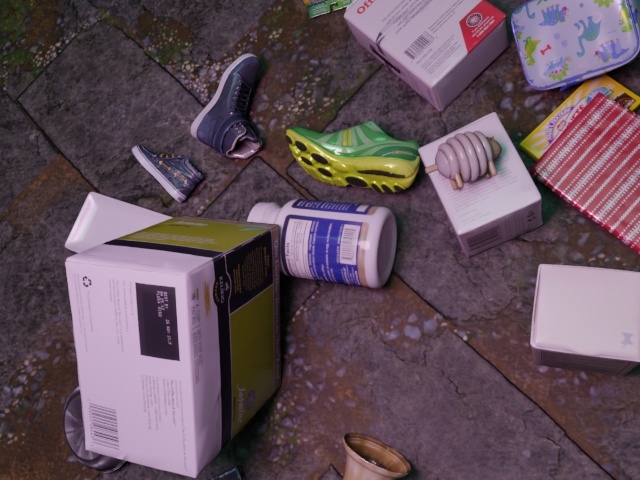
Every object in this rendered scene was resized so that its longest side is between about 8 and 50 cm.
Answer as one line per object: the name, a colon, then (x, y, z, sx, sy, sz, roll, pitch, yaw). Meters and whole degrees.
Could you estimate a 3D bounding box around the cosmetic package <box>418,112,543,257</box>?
cosmetic package: (0.288, -0.095, 1.170, 0.151, 0.151, 0.184, -24, 68, 10)

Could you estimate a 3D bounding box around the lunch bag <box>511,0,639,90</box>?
lunch bag: (0.463, -0.372, 1.171, 0.219, 0.090, 0.176, -12, 100, 47)

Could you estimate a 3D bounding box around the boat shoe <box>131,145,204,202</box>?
boat shoe: (-0.339, -0.170, 1.463, 0.083, 0.065, 0.183, -46, 71, -1)

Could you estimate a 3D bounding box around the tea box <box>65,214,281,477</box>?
tea box: (-0.226, 0.153, 1.112, 0.220, 0.323, 0.329, 6, 105, 21)

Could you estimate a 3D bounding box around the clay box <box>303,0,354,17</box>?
clay box: (0.012, -0.627, 1.493, 0.127, 0.053, 0.222, -14, 68, 15)

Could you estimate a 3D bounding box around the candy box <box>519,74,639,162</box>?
candy box: (0.481, -0.214, 1.211, 0.206, 0.027, 0.105, -44, 63, 1)

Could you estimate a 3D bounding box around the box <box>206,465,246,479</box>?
box: (-0.176, 0.469, 1.219, 0.083, 0.018, 0.067, -28, 66, 8)

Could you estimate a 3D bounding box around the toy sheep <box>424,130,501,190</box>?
toy sheep: (0.235, -0.133, 1.071, 0.132, 0.091, 0.091, -20, 66, -8)

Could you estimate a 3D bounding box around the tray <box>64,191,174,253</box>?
tray: (-0.438, -0.010, 1.459, 0.270, 0.030, 0.145, 17, 80, 23)

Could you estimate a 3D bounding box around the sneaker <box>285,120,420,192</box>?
sneaker: (0.066, -0.177, 1.315, 0.295, 0.109, 0.123, 18, 56, 25)

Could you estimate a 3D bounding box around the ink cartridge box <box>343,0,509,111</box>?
ink cartridge box: (0.212, -0.429, 1.325, 0.197, 0.114, 0.273, -44, 65, 2)

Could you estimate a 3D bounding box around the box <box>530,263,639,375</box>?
box: (0.408, 0.128, 1.010, 0.148, 0.232, 0.127, 5, 75, 20)

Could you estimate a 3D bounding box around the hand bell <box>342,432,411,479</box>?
hand bell: (0.048, 0.467, 1.110, 0.126, 0.126, 0.242, 25, 94, 24)

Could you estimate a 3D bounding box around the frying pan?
frying pan: (-0.401, 0.397, 1.275, 0.326, 0.053, 0.197, 32, 105, 29)

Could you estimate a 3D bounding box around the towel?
towel: (0.537, -0.111, 1.140, 0.275, 0.031, 0.199, 42, 92, 20)

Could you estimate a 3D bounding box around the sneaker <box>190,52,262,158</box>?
sneaker: (-0.166, -0.283, 1.415, 0.163, 0.086, 0.226, 38, 97, 36)

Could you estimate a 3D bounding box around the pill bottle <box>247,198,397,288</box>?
pill bottle: (0.000, 0.000, 1.237, 0.264, 0.153, 0.153, 7, 75, 21)
